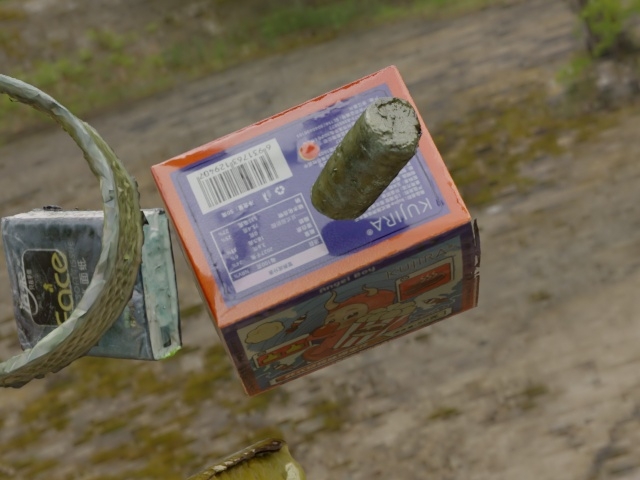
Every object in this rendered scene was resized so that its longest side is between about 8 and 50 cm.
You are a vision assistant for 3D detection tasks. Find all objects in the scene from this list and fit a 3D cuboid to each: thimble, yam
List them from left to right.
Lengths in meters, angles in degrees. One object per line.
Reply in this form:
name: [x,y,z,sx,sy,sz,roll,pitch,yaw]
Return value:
thimble: [-0.290,-0.008,1.342,0.271,0.270,0.150,-19,-4,-1]
yam: [0.051,-0.087,1.812,0.078,0.078,0.179,-30,-15,-38]

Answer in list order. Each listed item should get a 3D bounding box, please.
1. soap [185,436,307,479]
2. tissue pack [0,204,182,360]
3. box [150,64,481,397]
soap: [-0.062,0.317,1.127,0.169,0.304,0.339,-23,-4,16]
tissue pack: [-0.269,0.048,1.887,0.235,0.173,0.073,1,12,39]
box: [0.000,0.000,2.109,0.349,0.257,0.318,-23,-22,-6]
